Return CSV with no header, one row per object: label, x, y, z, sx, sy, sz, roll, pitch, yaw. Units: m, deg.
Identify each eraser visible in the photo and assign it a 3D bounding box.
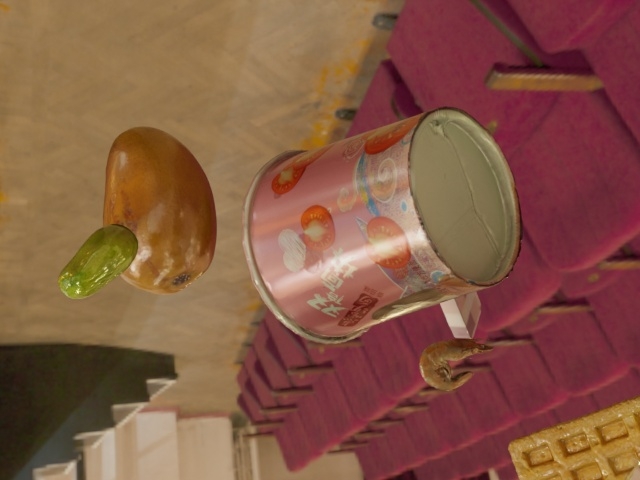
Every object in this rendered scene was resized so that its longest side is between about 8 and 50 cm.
eraser,0.188,0.080,1.018,0.026,0.065,0.105,-2,135,29

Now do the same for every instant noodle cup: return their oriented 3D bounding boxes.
instant noodle cup,0.074,-0.017,0.839,0.243,0.243,0.231,13,159,-41

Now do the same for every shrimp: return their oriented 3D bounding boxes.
shrimp,0.267,0.237,1.453,0.162,0.095,0.045,-6,165,-17

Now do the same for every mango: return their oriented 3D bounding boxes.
mango,-0.404,0.037,1.370,0.163,0.089,0.117,-41,-169,-16
mango,-0.359,-0.070,1.664,0.263,0.378,0.221,-16,174,26

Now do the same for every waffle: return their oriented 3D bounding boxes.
waffle,0.267,0.201,0.652,0.191,0.125,0.032,-27,151,27
